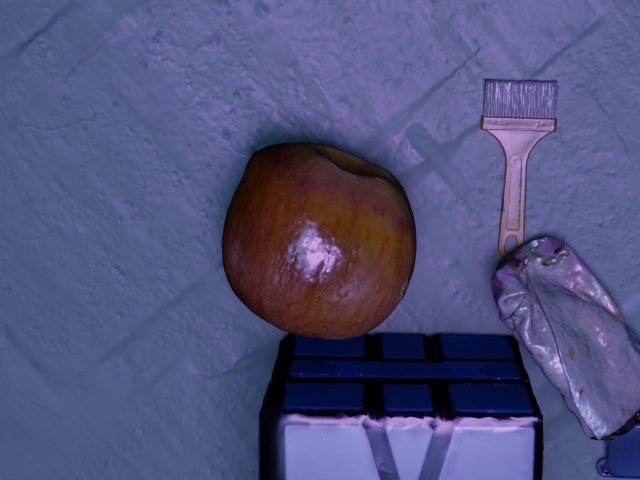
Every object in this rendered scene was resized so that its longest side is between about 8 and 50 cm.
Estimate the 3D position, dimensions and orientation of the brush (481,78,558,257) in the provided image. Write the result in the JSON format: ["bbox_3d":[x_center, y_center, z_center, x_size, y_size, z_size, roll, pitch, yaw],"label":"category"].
[{"bbox_3d":[0.218,-0.077,1.484,0.083,0.011,0.205,2,103,1],"label":"brush"}]

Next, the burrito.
[{"bbox_3d":[0.278,0.106,1.478,0.229,0.144,0.089,53,142,-2],"label":"burrito"}]

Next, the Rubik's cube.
[{"bbox_3d":[0.082,0.269,1.431,0.288,0.283,0.293,-1,100,2],"label":"Rubik's cube"}]

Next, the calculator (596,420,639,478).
[{"bbox_3d":[0.387,0.241,1.530,0.141,0.019,0.094,-2,103,19],"label":"calculator"}]

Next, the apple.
[{"bbox_3d":[0.000,0.000,1.408,0.211,0.211,0.188,18,107,-2],"label":"apple"}]
